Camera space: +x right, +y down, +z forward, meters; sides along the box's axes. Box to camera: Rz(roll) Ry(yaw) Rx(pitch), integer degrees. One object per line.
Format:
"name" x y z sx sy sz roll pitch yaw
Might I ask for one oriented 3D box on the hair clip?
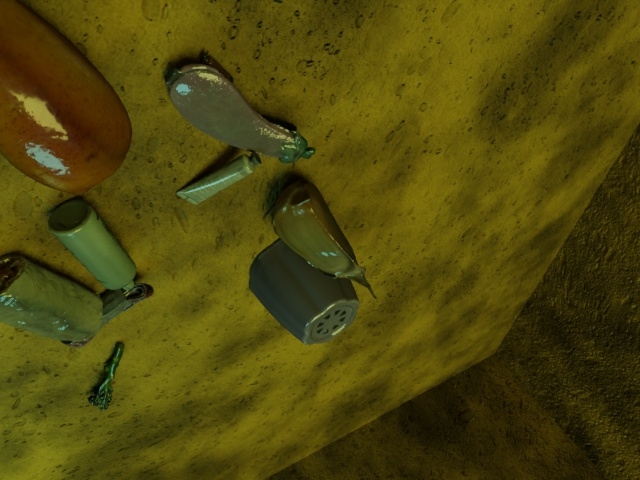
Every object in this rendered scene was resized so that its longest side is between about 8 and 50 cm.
"hair clip" -0.158 -0.240 1.081 0.359 0.110 0.095 16 85 -48

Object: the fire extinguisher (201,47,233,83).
"fire extinguisher" -0.192 -0.318 1.001 0.083 0.023 0.028 36 65 -55

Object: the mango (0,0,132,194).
"mango" -0.415 -0.226 0.773 0.201 0.199 0.350 -57 139 -25

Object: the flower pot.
"flower pot" -0.027 0.138 1.498 0.265 0.243 0.265 -26 143 -22

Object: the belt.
"belt" -0.493 0.161 1.249 0.232 0.071 0.053 -35 153 0

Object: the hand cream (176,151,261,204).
"hand cream" -0.213 -0.132 1.160 0.195 0.042 0.067 -25 155 19

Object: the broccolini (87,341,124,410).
"broccolini" -0.550 0.353 1.441 0.058 0.067 0.216 5 118 -50

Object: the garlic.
"garlic" 0.001 0.005 1.349 0.151 0.196 0.338 -38 115 -7

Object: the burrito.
"burrito" -0.578 0.123 1.092 0.143 0.105 0.299 -36 148 5

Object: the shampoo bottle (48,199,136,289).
"shampoo bottle" -0.447 0.028 1.115 0.085 0.085 0.262 -30 146 -12
